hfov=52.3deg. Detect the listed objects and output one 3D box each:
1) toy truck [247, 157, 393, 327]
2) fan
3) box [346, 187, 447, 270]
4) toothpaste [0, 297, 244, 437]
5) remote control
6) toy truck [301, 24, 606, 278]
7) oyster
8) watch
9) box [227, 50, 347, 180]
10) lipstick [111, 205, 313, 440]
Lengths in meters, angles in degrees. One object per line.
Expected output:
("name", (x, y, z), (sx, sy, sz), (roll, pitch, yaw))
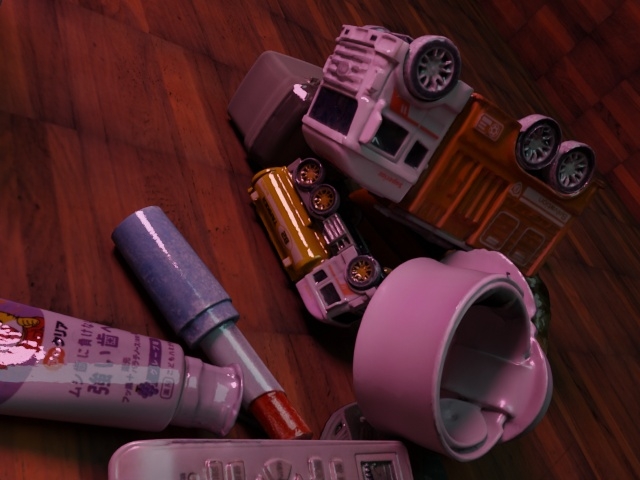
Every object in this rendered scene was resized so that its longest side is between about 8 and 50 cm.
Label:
("toy truck", (0.000, 0.000, 0.805), (0.226, 0.114, 0.098), (62, 14, 23))
("fan", (0.046, 0.265, 0.660), (0.294, 0.012, 0.223), (13, 46, -41))
("box", (0.116, -0.017, 0.999), (0.152, 0.070, 0.237), (51, 34, 6))
("toothpaste", (-0.208, 0.096, 0.507), (0.299, 0.073, 0.114), (19, 40, -25))
("remote control", (-0.034, 0.231, 0.560), (0.313, 0.055, 0.109), (15, 53, -39))
("toy truck", (0.161, -0.104, 0.836), (0.388, 0.206, 0.173), (25, 9, -30))
("oyster", (0.278, 0.057, 1.020), (0.166, 0.094, 0.294), (-28, 89, -49))
("watch", (0.138, 0.107, 0.734), (0.231, 0.196, 0.244), (25, 78, -44))
("box", (-0.018, -0.177, 0.950), (0.210, 0.148, 0.129), (4, 43, -50))
("lipstick", (-0.102, 0.088, 0.630), (0.274, 0.061, 0.068), (52, 9, 11))
